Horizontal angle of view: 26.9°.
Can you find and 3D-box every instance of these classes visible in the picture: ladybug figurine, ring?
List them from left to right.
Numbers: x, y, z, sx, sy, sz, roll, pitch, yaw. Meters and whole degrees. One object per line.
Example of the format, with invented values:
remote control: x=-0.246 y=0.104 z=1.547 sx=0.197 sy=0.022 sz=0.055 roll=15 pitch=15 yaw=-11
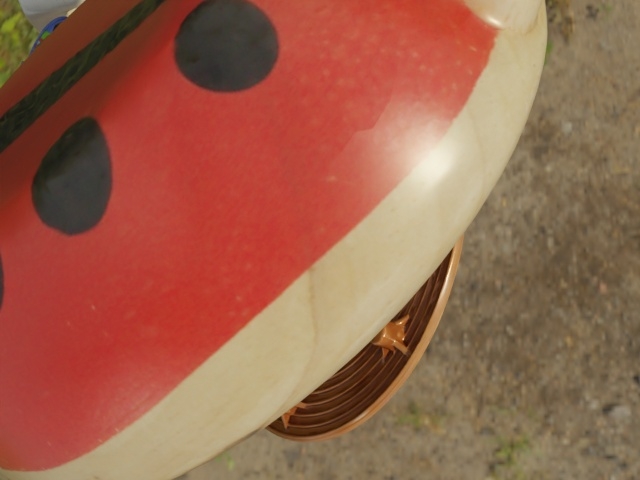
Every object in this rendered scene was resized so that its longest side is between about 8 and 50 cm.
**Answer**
ladybug figurine: x=-0.079 y=-0.033 z=0.703 sx=0.162 sy=0.305 sz=0.449 roll=35 pitch=129 yaw=-28
ring: x=0.000 y=0.000 z=1.128 sx=0.032 sy=0.337 sz=0.336 roll=17 pitch=132 yaw=-34

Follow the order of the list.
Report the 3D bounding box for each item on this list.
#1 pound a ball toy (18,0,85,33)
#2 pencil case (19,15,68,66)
pound a ball toy: x=-0.113 y=-0.260 z=1.201 sx=0.319 sy=0.136 sz=0.208 roll=-16 pitch=82 yaw=-1
pencil case: x=-0.118 y=-0.092 z=1.136 sx=0.306 sy=0.133 sz=0.119 roll=21 pitch=99 yaw=17
